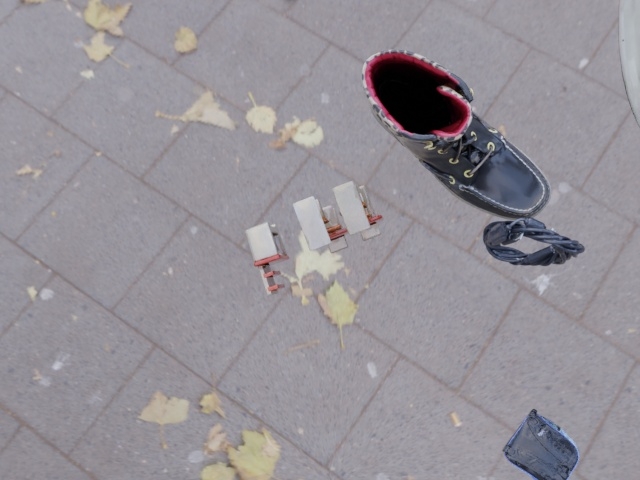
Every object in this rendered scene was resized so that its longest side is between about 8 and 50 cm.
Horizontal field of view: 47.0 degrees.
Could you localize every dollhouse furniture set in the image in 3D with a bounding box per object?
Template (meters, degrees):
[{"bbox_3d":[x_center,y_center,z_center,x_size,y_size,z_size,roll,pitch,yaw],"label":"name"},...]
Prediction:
[{"bbox_3d":[0.000,0.000,1.431,0.259,0.262,0.135,-21,85,7],"label":"dollhouse furniture set"}]

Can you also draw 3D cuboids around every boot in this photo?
[{"bbox_3d":[0.224,-0.170,1.219,0.377,0.284,0.138,42,97,9],"label":"boot"}]

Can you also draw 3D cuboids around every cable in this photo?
[{"bbox_3d":[0.353,0.005,1.238,0.151,0.184,0.047,13,75,-4],"label":"cable"}]

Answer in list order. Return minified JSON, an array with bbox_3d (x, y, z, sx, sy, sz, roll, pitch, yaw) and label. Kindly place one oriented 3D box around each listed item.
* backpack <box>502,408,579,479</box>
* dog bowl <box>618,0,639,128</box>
[{"bbox_3d":[0.398,0.374,1.313,0.114,0.084,0.105,36,93,20],"label":"backpack"},{"bbox_3d":[0.392,-0.228,0.522,0.151,0.408,0.407,5,72,-9],"label":"dog bowl"}]
